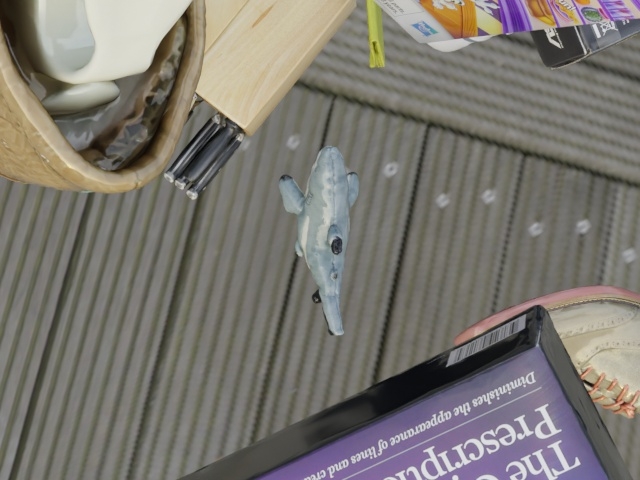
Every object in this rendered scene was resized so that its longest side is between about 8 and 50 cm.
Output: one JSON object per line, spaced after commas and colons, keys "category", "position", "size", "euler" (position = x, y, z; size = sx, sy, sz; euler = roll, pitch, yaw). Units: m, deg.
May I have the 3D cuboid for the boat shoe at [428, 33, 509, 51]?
{"category": "boat shoe", "position": [0.141, -0.200, 1.133], "size": [0.258, 0.084, 0.095], "euler": [-26, 100, -58]}

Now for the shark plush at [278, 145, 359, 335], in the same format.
{"category": "shark plush", "position": [0.000, 0.000, 1.331], "size": [0.073, 0.067, 0.161], "euler": [10, 86, -17]}

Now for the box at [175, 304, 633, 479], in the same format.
{"category": "box", "position": [0.040, 0.177, 0.797], "size": [0.261, 0.103, 0.184], "euler": [-27, 96, 12]}

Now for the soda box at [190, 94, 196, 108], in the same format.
{"category": "soda box", "position": [-0.156, -0.134, 0.943], "size": [0.069, 0.074, 0.216], "euler": [1, 45, -36]}

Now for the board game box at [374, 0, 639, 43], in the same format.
{"category": "board game box", "position": [0.037, -0.235, 0.743], "size": [0.347, 0.233, 0.078], "euler": [38, 67, -34]}

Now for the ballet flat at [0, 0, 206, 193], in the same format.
{"category": "ballet flat", "position": [-0.062, -0.162, 0.410], "size": [0.116, 0.124, 0.342], "euler": [-12, 123, -36]}

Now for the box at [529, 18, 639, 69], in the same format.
{"category": "box", "position": [0.272, -0.397, 1.383], "size": [0.318, 0.097, 0.394], "euler": [-26, 94, -16]}

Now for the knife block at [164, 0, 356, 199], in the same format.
{"category": "knife block", "position": [-0.084, -0.179, 1.833], "size": [0.276, 0.088, 0.242], "euler": [-6, 89, 1]}

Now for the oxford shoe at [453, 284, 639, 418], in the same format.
{"category": "oxford shoe", "position": [0.308, 0.125, 1.635], "size": [0.348, 0.123, 0.130], "euler": [-2, 69, -24]}

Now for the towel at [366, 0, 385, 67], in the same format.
{"category": "towel", "position": [0.051, -0.320, 1.716], "size": [0.021, 0.102, 0.237], "euler": [-6, 78, 7]}
